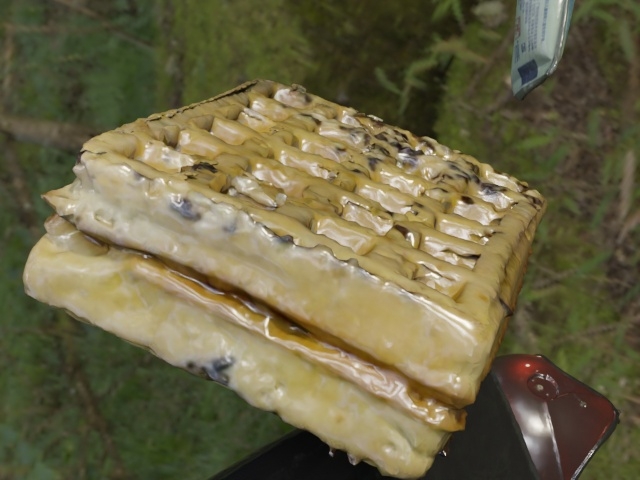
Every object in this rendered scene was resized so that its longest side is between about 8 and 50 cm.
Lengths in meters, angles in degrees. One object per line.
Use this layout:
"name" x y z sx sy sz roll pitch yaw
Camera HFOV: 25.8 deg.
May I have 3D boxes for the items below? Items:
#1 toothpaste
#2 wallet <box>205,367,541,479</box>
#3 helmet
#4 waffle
"toothpaste" 0.183 -0.242 1.085 0.069 0.047 0.268 -3 71 45
"wallet" 0.024 0.234 0.973 0.062 0.406 0.228 -26 88 44
"helmet" 0.242 0.240 1.689 0.189 0.193 0.216 112 157 -45
"waffle" 0.000 0.001 0.895 0.376 0.261 0.114 -44 -25 -71
